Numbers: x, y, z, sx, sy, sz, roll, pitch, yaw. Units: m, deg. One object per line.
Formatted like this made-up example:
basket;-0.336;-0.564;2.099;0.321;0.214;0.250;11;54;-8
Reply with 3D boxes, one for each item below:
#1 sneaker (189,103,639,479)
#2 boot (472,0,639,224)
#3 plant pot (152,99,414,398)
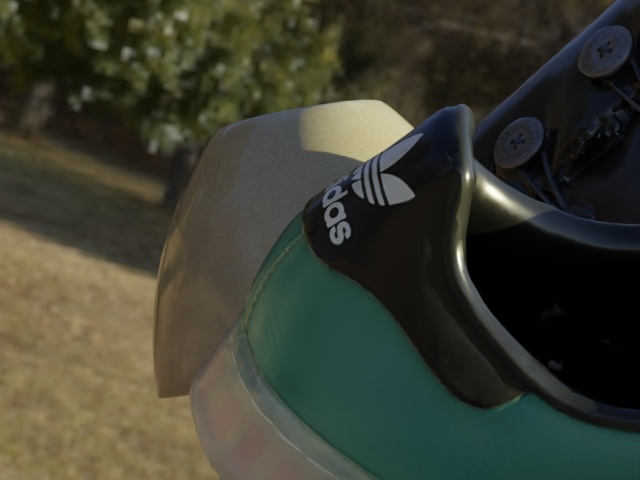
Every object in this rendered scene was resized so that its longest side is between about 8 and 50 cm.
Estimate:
sneaker;0.121;0.070;0.522;0.302;0.121;0.108;26;32;-14
boot;0.239;-0.163;1.262;0.146;0.445;0.367;30;22;-27
plant pot;0.000;0.000;1.436;0.284;0.191;0.284;-11;-1;0
